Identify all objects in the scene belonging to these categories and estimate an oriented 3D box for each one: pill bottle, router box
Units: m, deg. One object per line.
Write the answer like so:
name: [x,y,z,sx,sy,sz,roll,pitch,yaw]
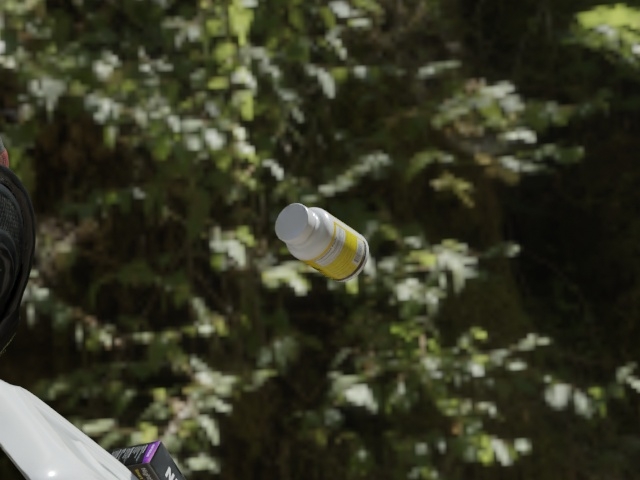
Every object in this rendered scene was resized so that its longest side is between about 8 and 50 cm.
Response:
pill bottle: [0.000,0.000,1.773,0.065,0.065,0.116,-7,-27,35]
router box: [-0.213,0.329,1.836,0.133,0.179,0.046,-15,29,27]

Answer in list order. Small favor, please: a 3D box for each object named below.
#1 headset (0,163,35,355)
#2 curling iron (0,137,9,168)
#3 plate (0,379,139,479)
headset: [-0.255,-0.048,0.845,0.243,0.185,0.394,36,-30,-1]
curling iron: [-0.318,-0.076,1.399,0.068,0.035,0.274,-3,-43,-4]
plate: [-0.218,0.242,1.493,0.277,0.045,0.278,46,-7,-32]
